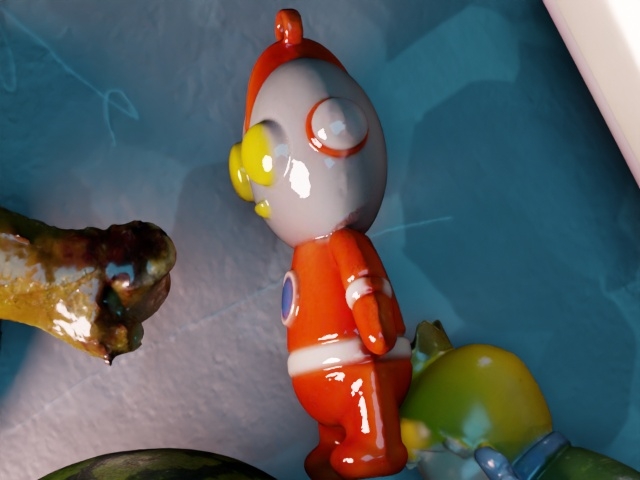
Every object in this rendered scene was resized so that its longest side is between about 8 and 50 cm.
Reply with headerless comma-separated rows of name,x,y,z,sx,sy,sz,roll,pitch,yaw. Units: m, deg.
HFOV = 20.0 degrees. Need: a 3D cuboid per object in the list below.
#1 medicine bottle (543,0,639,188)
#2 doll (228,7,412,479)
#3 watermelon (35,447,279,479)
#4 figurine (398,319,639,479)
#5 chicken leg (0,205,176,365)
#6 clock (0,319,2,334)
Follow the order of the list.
medicine bottle,0.319,-0.079,1.263,0.214,0.213,0.378,-26,88,-2
doll,0.000,0.000,1.265,0.105,0.200,0.336,-6,83,-14
watermelon,-0.107,0.278,1.204,0.285,0.285,0.285,0,87,-1
figurine,0.125,0.180,1.303,0.234,0.127,0.185,32,129,15
chicken leg,-0.298,0.021,1.220,0.361,0.140,0.211,23,78,4
clock,-0.394,0.065,1.317,0.319,0.066,0.318,0,87,-2
